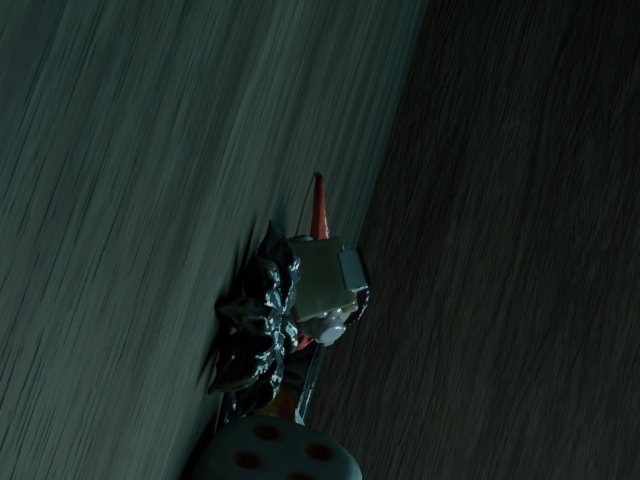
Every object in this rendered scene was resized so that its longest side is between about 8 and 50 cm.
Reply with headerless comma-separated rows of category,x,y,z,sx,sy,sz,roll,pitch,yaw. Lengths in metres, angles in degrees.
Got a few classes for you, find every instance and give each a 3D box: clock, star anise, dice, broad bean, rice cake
clock,-0.061,0.336,2.089,0.312,0.062,0.312,16,90,-85
star anise,-0.065,0.091,1.152,0.262,0.081,0.230,21,74,-83
dice,-0.065,0.341,1.214,0.193,0.192,0.194,-53,160,-65
broad bean,-0.088,0.255,1.423,0.165,0.085,0.114,-19,108,-76
rice cake,-0.120,0.254,1.317,0.042,0.031,0.180,-76,180,-69

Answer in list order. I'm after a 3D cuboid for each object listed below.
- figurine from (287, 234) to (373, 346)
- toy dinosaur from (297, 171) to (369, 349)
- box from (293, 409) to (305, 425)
figurine,-0.015,0.069,1.392,0.237,0.141,0.162,126,-52,-79
toy dinosaur,0.019,0.041,1.588,0.070,0.139,0.286,77,29,-82
box,-0.039,0.416,1.797,0.135,0.081,0.199,-101,169,-68
